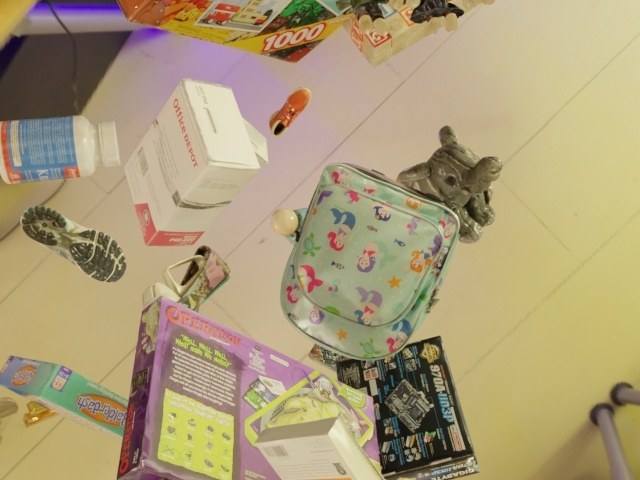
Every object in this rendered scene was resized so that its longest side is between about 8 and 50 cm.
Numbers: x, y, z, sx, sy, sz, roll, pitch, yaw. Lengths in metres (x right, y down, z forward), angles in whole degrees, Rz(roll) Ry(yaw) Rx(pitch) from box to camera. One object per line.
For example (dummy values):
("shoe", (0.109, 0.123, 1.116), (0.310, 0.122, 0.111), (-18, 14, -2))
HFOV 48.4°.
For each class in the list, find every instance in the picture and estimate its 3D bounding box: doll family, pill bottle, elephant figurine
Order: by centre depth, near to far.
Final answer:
("doll family", (0.117, -0.300, 0.845), (0.193, 0.111, 0.076), (0, 131, -10))
("elephant figurine", (0.225, -0.114, 1.232), (0.186, 0.239, 0.169), (-3, 57, 16))
("pill bottle", (-0.515, -0.183, 1.410), (0.222, 0.124, 0.124), (-7, 95, -12))

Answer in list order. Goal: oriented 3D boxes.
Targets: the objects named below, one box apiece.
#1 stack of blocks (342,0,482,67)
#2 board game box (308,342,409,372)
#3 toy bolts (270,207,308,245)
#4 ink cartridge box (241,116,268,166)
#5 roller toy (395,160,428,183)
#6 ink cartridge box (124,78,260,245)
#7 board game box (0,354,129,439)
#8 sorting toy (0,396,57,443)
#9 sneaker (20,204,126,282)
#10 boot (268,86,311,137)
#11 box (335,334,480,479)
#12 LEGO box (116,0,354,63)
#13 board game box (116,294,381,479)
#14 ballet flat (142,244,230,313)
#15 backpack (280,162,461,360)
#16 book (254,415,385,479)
("stack of blocks", (0.188, -0.517, 1.491), (0.297, 0.087, 0.171), (-32, 77, -5))
("board game box", (0.111, 0.311, 1.995), (0.243, 0.042, 0.165), (27, 71, 11))
("toy bolts", (0.000, 0.000, 1.487), (0.218, 0.159, 0.228), (-52, 49, 21))
("ink cartridge box", (-0.267, -0.235, 1.890), (0.213, 0.154, 0.093), (-19, 60, 25))
("roller toy", (0.289, -0.111, 1.884), (0.146, 0.209, 0.191), (-15, 102, 37))
("ink cartridge box", (-0.200, -0.112, 1.078), (0.218, 0.092, 0.158), (-44, 58, 41))
("board game box", (-0.330, 0.215, 0.959), (0.160, 0.210, 0.047), (38, 63, -29))
("sorting toy", (-0.554, 0.321, 1.142), (0.307, 0.229, 0.041), (-19, 72, -37))
("sneaker", (-0.611, 0.003, 1.775), (0.283, 0.122, 0.110), (39, 75, -24))
("boot", (-0.082, -0.347, 1.946), (0.059, 0.084, 0.158), (35, 116, -21))
("box", (0.121, 0.255, 1.055), (0.175, 0.220, 0.051), (-16, 130, 7))
("LEGO box", (-0.076, -0.510, 1.188), (0.373, 0.500, 0.193), (-34, 80, 27))
("board game box", (-0.061, 0.221, 0.823), (0.347, 0.208, 0.056), (32, 131, -32))
("ballet flat", (-0.191, 0.076, 0.957), (0.077, 0.221, 0.079), (-30, 106, 29))
("backpack", (0.063, 0.039, 1.003), (0.225, 0.191, 0.253), (24, 102, 10))
("book", (0.013, 0.229, 0.652), (0.096, 0.035, 0.144), (-20, 109, 40))
